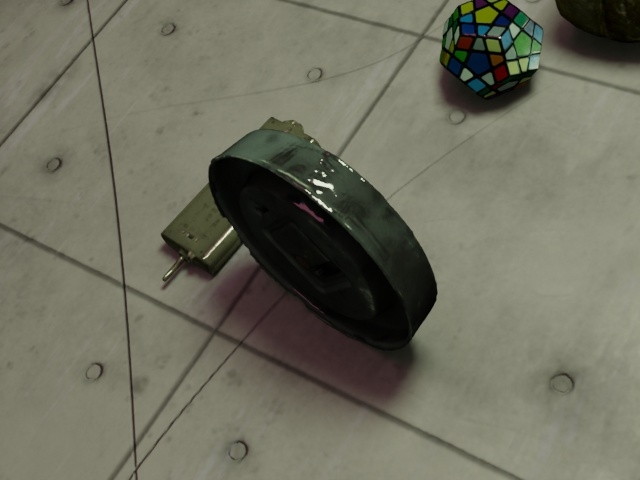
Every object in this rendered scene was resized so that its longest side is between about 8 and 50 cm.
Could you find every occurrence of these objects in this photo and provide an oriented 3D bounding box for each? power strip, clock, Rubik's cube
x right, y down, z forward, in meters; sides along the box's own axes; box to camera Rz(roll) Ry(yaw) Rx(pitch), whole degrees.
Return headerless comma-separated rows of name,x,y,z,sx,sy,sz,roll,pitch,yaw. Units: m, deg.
power strip,-0.109,-0.048,1.236,0.092,0.034,0.268,30,70,31
clock,0.000,0.000,1.018,0.280,0.281,0.055,31,66,32
Rubik's cube,0.211,-0.241,1.215,0.133,0.133,0.112,9,32,23

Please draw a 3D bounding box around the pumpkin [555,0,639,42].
pumpkin,0.392,-0.404,1.200,0.139,0.222,0.317,17,63,28
